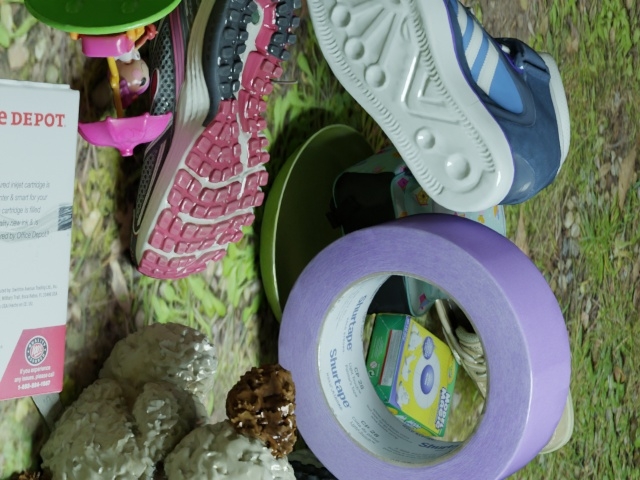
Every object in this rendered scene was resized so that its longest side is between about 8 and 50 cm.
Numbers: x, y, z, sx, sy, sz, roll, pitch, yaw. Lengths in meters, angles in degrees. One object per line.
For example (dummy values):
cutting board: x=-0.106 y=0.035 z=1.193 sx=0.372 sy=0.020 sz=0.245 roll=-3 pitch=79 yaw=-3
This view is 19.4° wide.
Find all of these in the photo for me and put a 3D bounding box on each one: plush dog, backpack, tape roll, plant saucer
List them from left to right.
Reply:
plush dog: x=-0.117 y=0.208 z=1.550 sx=0.210 sy=0.225 sz=0.262 roll=-4 pitch=98 yaw=-60
plant saucer: x=0.000 y=0.000 z=1.917 sx=0.241 sy=0.037 sz=0.241 roll=-14 pitch=107 yaw=-58
tape roll: x=0.097 y=0.114 z=1.787 sx=0.090 sy=0.275 sz=0.274 roll=-18 pitch=109 yaw=-58
backpack: x=0.110 y=-0.023 z=1.930 sx=0.188 sy=0.144 sz=0.166 roll=-41 pitch=123 yaw=-55

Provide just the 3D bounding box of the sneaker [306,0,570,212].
sneaker: x=0.127 y=-0.182 z=1.827 sx=0.323 sy=0.130 sz=0.236 roll=60 pitch=31 yaw=3

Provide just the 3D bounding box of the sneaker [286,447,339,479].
sneaker: x=0.000 y=0.267 z=1.897 sx=0.292 sy=0.110 sz=0.118 roll=-13 pitch=114 yaw=-59

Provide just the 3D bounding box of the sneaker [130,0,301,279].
sneaker: x=-0.107 y=-0.110 z=1.654 sx=0.121 sy=0.112 sz=0.299 roll=10 pitch=98 yaw=-52

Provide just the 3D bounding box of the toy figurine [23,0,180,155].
toy figurine: x=-0.170 y=-0.155 z=1.558 sx=0.173 sy=0.130 sz=0.159 roll=-88 pitch=177 yaw=-52

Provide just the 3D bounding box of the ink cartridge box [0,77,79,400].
ink cartridge box: x=-0.271 y=-0.002 z=1.376 sx=0.172 sy=0.100 sz=0.237 roll=-3 pitch=98 yaw=-60

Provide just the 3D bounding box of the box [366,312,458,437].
box: x=0.108 y=0.158 z=2.123 sx=0.179 sy=0.043 sz=0.105 roll=38 pitch=60 yaw=-58

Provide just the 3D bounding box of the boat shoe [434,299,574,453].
boat shoe: x=0.192 y=0.112 z=2.130 sx=0.098 sy=0.109 sz=0.302 roll=-27 pitch=95 yaw=-61
